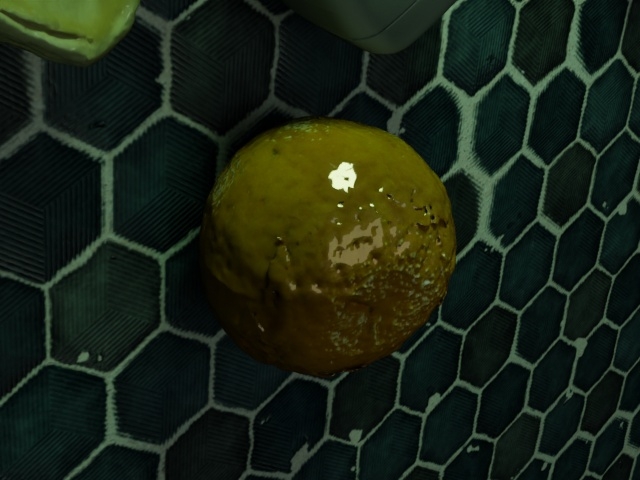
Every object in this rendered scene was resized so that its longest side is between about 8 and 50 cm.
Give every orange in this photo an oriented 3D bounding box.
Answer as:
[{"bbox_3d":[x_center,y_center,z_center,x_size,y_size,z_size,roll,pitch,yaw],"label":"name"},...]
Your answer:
[{"bbox_3d":[0.000,0.000,1.214,0.340,0.293,0.341,-19,135,-20],"label":"orange"}]

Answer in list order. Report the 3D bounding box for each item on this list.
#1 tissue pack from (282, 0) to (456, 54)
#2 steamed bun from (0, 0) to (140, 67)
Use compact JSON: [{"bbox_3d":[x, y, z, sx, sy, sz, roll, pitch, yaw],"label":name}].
[{"bbox_3d":[0.096,-0.394,1.135,0.333,0.229,0.236,-50,142,-1],"label":"tissue pack"},{"bbox_3d":[-0.371,-0.260,0.838,0.428,0.189,0.247,31,59,-48],"label":"steamed bun"}]
